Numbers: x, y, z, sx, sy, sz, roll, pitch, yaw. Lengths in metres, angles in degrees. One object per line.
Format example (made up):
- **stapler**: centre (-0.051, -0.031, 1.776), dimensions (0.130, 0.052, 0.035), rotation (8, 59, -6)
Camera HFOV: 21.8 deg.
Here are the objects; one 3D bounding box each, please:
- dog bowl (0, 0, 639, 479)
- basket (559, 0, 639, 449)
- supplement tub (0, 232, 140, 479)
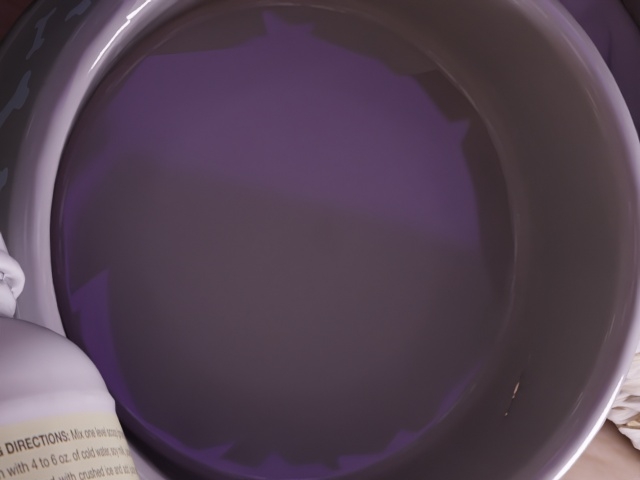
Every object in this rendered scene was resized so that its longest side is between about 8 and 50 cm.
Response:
- **dog bowl**: centre (0.000, 0.000, 0.787), dimensions (0.349, 0.102, 0.349), rotation (1, 88, -18)
- **basket**: centre (0.312, -0.053, 1.014), dimensions (0.266, 0.331, 0.328), rotation (43, 42, -46)
- **supplement tub**: centre (-0.156, 0.167, 0.575), dimensions (0.235, 0.235, 0.325), rotation (-11, 76, -45)
